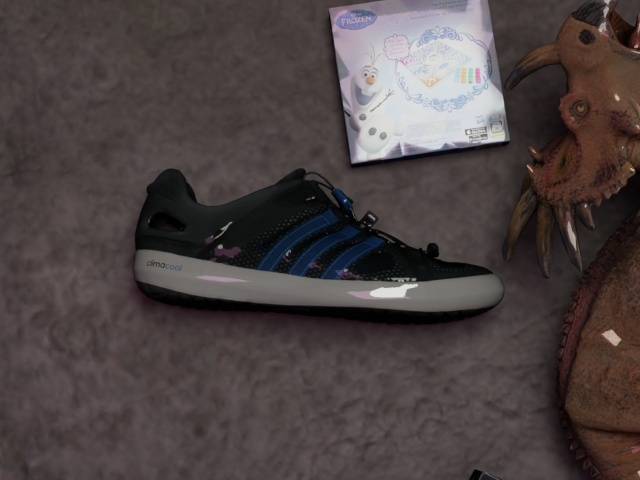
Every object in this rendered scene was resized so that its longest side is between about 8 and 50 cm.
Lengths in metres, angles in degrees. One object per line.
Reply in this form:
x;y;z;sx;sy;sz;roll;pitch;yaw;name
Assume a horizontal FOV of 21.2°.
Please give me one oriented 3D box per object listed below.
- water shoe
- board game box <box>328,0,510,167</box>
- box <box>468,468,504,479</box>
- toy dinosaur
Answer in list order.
0.000;0.000;0.923;0.203;0.073;0.080;4;82;1;water shoe
0.055;-0.091;0.957;0.090;0.020;0.090;-8;85;1;board game box
0.146;0.246;0.906;0.220;0.051;0.175;24;85;4;box
0.173;0.039;0.893;0.200;0.127;0.296;12;89;2;toy dinosaur
